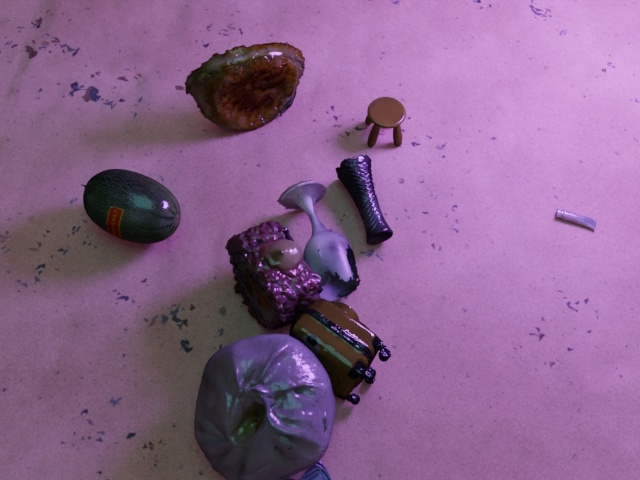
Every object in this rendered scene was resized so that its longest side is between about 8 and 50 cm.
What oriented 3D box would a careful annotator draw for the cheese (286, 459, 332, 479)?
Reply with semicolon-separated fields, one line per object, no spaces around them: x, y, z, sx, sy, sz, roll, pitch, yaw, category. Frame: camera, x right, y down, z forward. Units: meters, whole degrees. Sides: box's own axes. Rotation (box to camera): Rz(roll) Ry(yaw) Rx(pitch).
-0.061;0.581;1.735;0.191;0.042;0.105;-27;67;-18;cheese

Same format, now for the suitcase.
0.039;0.257;1.828;0.235;0.194;0.143;36;58;11;suitcase

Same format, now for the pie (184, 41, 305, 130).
-0.201;-0.435;2.148;0.355;0.288;0.103;-20;63;-13;pie

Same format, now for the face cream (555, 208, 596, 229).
0.715;-0.062;2.132;0.115;0.020;0.038;17;61;6;face cream

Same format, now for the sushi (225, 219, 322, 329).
-0.110;0.084;1.904;0.171;0.236;0.270;-21;60;-23;sushi

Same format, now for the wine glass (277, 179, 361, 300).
0.000;0.000;2.006;0.143;0.143;0.321;-17;66;-11;wine glass

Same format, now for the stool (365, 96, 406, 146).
0.186;-0.342;2.214;0.134;0.110;0.135;38;67;18;stool

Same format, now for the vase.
0.126;-0.108;2.091;0.115;0.115;0.237;-15;66;-10;vase

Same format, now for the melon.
-0.506;-0.093;2.010;0.288;0.182;0.182;24;63;13;melon

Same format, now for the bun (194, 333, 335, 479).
-0.140;0.376;1.710;0.354;0.194;0.354;-3;81;17;bun
